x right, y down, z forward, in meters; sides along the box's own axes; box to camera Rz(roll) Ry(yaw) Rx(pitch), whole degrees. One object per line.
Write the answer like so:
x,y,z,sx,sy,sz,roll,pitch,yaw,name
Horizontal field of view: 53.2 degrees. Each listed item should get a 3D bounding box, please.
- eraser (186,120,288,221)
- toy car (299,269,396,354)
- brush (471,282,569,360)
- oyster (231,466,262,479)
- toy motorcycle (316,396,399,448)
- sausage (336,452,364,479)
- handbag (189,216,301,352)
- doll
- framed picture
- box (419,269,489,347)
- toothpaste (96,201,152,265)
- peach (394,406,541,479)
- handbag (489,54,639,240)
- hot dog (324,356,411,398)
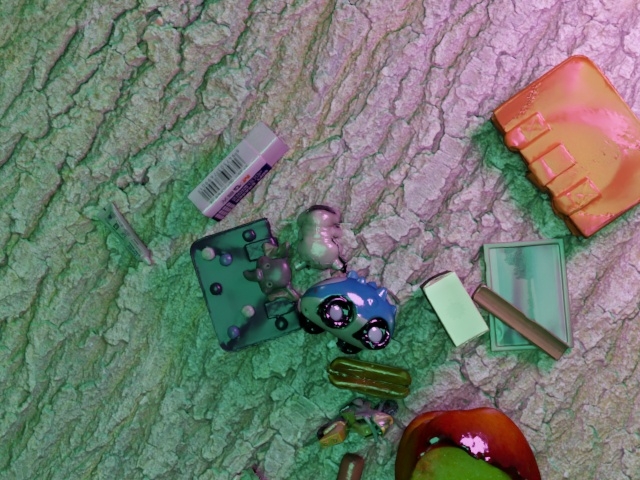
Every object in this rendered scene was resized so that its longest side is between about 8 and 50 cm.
-0.219,-0.184,1.724,0.287,0.130,0.086,-45,80,3,eraser
0.079,0.175,1.641,0.255,0.188,0.190,29,68,-14,toy car
0.512,0.210,1.654,0.282,0.048,0.054,36,94,-1,brush
-0.186,0.708,1.706,0.163,0.081,0.191,29,89,34,oyster
0.096,0.478,1.654,0.229,0.130,0.094,-23,105,4,toy motorcycle
0.070,0.640,1.683,0.062,0.062,0.154,15,88,6,sausage
-0.183,0.113,1.714,0.269,0.118,0.325,-20,87,4,handbag
0.000,0.000,1.709,0.149,0.095,0.191,-3,84,3,doll
0.546,0.143,1.683,0.213,0.016,0.289,-4,87,6,framed picture
0.329,0.164,1.606,0.095,0.212,0.168,-28,85,5,box
-0.543,-0.013,1.794,0.064,0.041,0.218,-43,80,8,toothpaste
0.351,0.570,1.529,0.335,0.310,0.405,-20,100,17,peach
0.667,-0.238,1.647,0.304,0.116,0.410,-35,84,6,handbag
0.123,0.362,1.692,0.236,0.062,0.092,14,89,4,hot dog
